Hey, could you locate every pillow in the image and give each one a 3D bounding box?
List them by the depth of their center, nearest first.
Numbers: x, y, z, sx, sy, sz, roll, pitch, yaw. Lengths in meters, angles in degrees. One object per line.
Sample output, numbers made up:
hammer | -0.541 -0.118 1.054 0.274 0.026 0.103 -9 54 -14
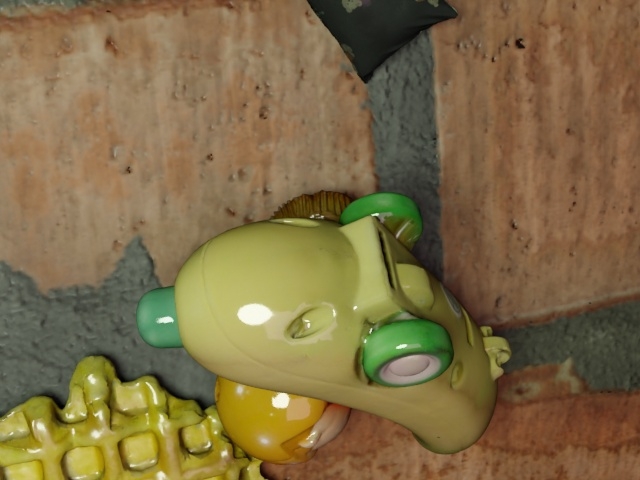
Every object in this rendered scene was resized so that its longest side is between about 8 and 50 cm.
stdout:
pillow | 0.024 -0.193 0.732 0.090 0.048 0.150 -42 114 -5

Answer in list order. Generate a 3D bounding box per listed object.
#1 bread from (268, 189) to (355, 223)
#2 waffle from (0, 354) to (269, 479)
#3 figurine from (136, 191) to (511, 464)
bread | 0.000 0.000 0.775 0.085 0.053 0.085 -3 124 -4
waffle | -0.175 0.254 0.791 0.312 0.060 0.307 -42 110 -2
figurine | 0.013 0.092 0.740 0.222 0.124 0.324 -26 143 19
